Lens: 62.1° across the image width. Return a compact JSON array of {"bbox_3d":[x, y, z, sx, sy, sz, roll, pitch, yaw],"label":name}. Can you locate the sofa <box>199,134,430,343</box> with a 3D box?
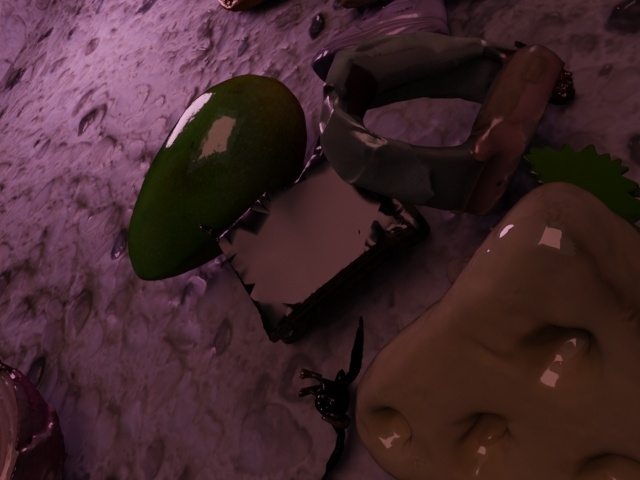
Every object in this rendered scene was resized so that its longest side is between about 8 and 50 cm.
[{"bbox_3d":[0.000,0.000,0.727,0.258,0.182,0.200,-40,65,8],"label":"sofa"}]

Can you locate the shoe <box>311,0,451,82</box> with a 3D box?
[{"bbox_3d":[0.100,-0.340,0.889,0.244,0.095,0.138,-5,57,29],"label":"shoe"}]

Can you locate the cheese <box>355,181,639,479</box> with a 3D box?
[{"bbox_3d":[0.206,0.173,0.458,0.328,0.129,0.351,44,131,15],"label":"cheese"}]

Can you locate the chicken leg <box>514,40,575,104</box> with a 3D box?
[{"bbox_3d":[0.293,-0.229,0.721,0.062,0.037,0.145,-23,49,-7],"label":"chicken leg"}]

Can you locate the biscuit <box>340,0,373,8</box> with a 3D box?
[{"bbox_3d":[0.137,-0.439,0.905,0.289,0.038,0.141,3,24,35],"label":"biscuit"}]

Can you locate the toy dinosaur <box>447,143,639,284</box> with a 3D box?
[{"bbox_3d":[0.242,0.014,0.548,0.194,0.177,0.152,-8,55,-2],"label":"toy dinosaur"}]

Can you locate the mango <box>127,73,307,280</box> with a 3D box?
[{"bbox_3d":[-0.168,-0.092,0.846,0.225,0.201,0.382,39,91,34],"label":"mango"}]

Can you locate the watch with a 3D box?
[{"bbox_3d":[0.124,-0.149,0.626,0.241,0.162,0.253,25,53,14],"label":"watch"}]

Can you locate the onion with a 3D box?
[{"bbox_3d":[-0.522,0.326,0.861,0.267,0.159,0.349,-18,55,11],"label":"onion"}]

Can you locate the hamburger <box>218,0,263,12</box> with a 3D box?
[{"bbox_3d":[-0.145,-0.676,1.218,0.318,0.158,0.319,-16,56,24],"label":"hamburger"}]

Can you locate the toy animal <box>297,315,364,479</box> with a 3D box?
[{"bbox_3d":[0.016,0.184,0.616,0.108,0.062,0.220,-152,72,-68],"label":"toy animal"}]
